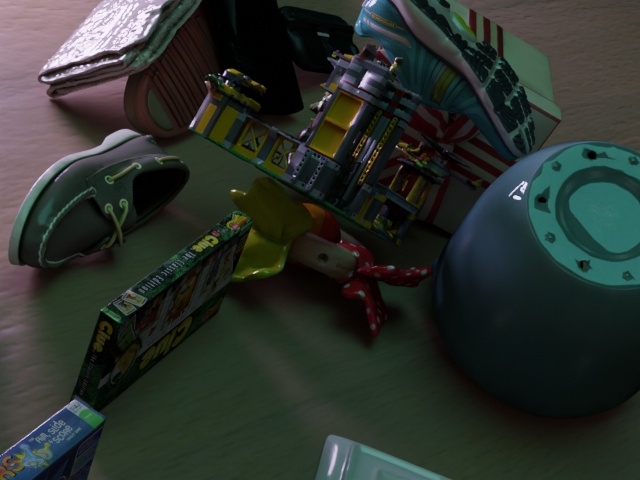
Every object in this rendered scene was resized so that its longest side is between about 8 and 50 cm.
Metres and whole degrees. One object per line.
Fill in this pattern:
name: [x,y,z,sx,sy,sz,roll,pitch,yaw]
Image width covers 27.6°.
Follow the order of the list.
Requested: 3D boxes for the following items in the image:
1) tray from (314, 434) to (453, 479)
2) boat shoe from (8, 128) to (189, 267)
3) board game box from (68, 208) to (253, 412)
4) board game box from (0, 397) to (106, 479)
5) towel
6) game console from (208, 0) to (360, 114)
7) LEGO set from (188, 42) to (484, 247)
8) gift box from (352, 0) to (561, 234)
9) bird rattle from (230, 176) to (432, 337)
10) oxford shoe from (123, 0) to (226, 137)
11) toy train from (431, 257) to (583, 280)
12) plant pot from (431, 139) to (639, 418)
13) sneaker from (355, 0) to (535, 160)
tray: [0.123,0.279,1.297,0.270,0.030,0.145,22,31,-1]
boat shoe: [-0.246,-0.043,1.474,0.091,0.109,0.305,23,28,10]
board game box: [-0.159,0.072,1.332,0.030,0.136,0.259,33,34,11]
board game box: [-0.257,0.229,1.042,0.035,0.136,0.201,31,33,14]
towel: [-0.250,-0.300,1.747,0.187,0.049,0.282,-9,36,34]
game console: [-0.038,-0.288,1.941,0.361,0.044,0.213,-5,79,-58]
LEGO set: [0.024,-0.139,1.553,0.255,0.192,0.331,30,1,40]
gift box: [0.148,-0.172,1.775,0.276,0.255,0.258,24,30,-9]
bird rattle: [0.000,0.000,1.552,0.253,0.143,0.207,15,16,-16]
oxford shoe: [-0.210,-0.266,1.841,0.146,0.140,0.397,-9,34,23]
toy train: [0.264,0.078,1.621,0.143,0.105,0.248,-24,53,-36]
plant pot: [0.291,0.025,1.474,0.293,0.235,0.293,3,63,-6]
sneaker: [0.155,-0.202,1.586,0.275,0.110,0.107,49,33,4]
